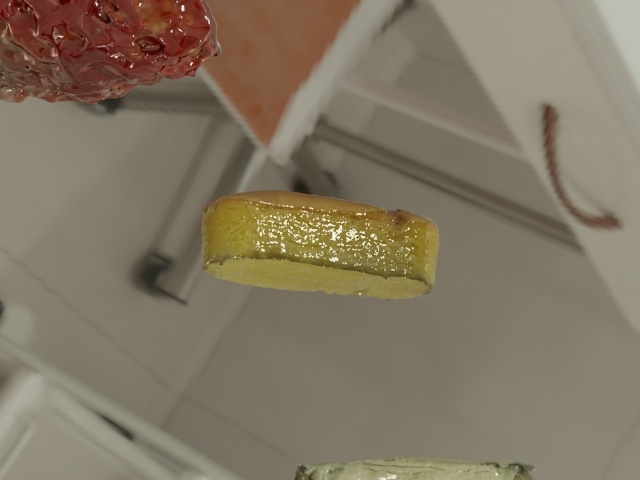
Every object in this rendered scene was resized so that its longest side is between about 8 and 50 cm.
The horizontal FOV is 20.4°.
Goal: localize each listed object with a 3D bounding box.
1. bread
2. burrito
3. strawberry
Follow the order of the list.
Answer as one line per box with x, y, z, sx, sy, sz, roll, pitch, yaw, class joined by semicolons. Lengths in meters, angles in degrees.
0.000;0.000;1.775;0.245;0.102;0.094;7;77;-13;bread
0.071;0.187;1.361;0.041;0.185;0.045;100;-7;-83;burrito
-0.238;-0.198;1.456;0.149;0.336;0.265;-45;134;-28;strawberry
